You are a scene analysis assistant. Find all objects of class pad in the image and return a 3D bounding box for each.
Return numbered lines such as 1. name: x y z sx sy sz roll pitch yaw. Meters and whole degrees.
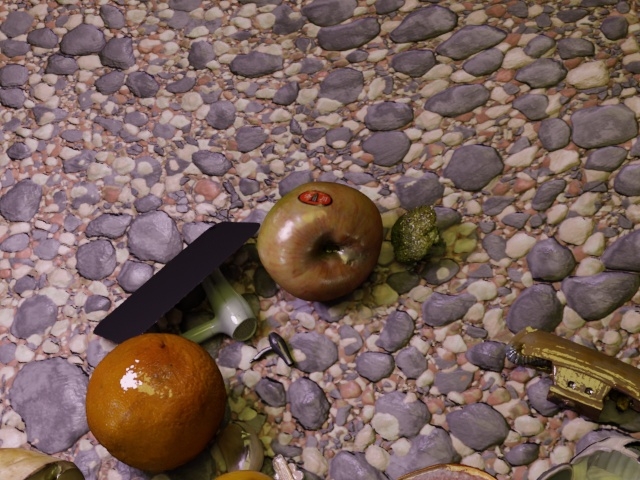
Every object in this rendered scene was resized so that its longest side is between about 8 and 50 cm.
1. pad: -0.265 0.100 1.962 0.375 0.063 0.315 -43 21 -21

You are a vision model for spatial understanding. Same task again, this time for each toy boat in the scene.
1. toy boat: 0.494 0.265 1.796 0.321 0.089 0.121 23 67 19

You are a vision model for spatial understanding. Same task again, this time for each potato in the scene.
1. potato: -0.585 0.484 1.723 0.242 0.242 0.285 24 81 22

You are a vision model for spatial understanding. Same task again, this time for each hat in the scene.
1. hat: 0.490 0.463 1.632 0.232 0.161 0.275 33 89 38

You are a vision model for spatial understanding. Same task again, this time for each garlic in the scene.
1. garlic: -0.142 0.403 1.808 0.084 0.066 0.152 -39 51 14

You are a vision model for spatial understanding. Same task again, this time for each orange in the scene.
1. orange: -0.305 0.300 1.786 0.264 0.264 0.264 -4 56 5

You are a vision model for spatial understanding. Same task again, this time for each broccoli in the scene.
1. broccoli: 0.204 -0.007 2.010 0.120 0.130 0.131 24 18 -24

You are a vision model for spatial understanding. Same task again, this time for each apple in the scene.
1. apple: 0.000 0.000 1.954 0.261 0.260 0.194 -23 22 -8

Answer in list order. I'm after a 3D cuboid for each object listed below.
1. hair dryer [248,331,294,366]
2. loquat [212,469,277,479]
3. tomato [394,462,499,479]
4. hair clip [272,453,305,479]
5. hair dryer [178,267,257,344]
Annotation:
1. hair dryer: -0.101 0.233 1.941 0.083 0.031 0.079 -33 66 1
2. loquat: -0.132 0.493 1.647 0.213 0.213 0.213 -4 56 5
3. tomato: 0.215 0.547 1.608 0.338 0.143 0.338 -2 52 2
4. hair clip: -0.031 0.481 1.744 0.062 0.056 0.214 -33 48 5
5. hair dryer: -0.267 0.166 1.993 0.237 0.075 0.206 -36 51 -7
